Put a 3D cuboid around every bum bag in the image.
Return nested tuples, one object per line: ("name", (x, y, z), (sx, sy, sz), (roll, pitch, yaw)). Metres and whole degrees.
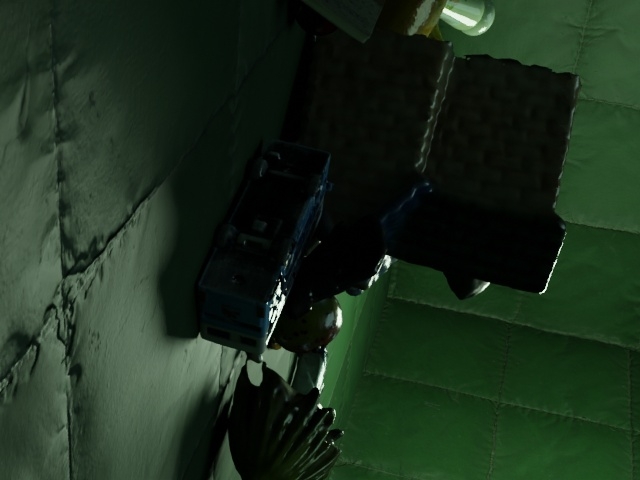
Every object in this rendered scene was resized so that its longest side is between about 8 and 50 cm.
("bum bag", (0.000, 0.000, 2.117), (0.087, 0.049, 0.198), (-54, 171, -1))
("bum bag", (-0.015, 0.053, 1.522), (0.060, 0.248, 0.123), (47, 26, -27))

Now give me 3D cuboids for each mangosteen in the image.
("mangosteen", (-0.004, -0.327, 1.531), (0.081, 0.081, 0.080), (12, 90, -82))

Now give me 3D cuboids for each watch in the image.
("watch", (-0.040, 0.265, 2.139), (0.274, 0.068, 0.276), (92, 13, -51))

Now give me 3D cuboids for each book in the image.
("book", (0.027, -0.354, 1.501), (0.016, 0.138, 0.198), (-50, -169, 36))

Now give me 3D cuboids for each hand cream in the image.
("hand cream", (0.258, -0.531, 2.366), (0.093, 0.306, 0.147), (-41, -128, 32))

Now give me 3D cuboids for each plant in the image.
("plant", (-0.118, 0.348, 1.616), (0.333, 0.180, 0.251), (-49, 129, -33))

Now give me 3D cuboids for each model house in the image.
("model house", (0.168, -0.074, 1.774), (0.395, 0.446, 0.399), (83, 18, -72))

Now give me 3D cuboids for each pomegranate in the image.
("pomegranate", (-0.030, 0.118, 1.860), (0.129, 0.129, 0.159), (93, -14, -47))

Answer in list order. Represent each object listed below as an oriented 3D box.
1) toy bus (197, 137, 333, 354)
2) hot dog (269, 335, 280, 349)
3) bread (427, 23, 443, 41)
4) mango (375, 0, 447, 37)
("toy bus", (-0.070, 0.001, 1.439), (0.297, 0.106, 0.131), (-67, 169, -45))
("hot dog", (-0.075, 0.177, 1.936), (0.083, 0.021, 0.037), (41, 60, -82))
("bread", (0.242, -0.448, 2.481), (0.233, 0.245, 0.361), (78, 29, -68))
("mango", (0.129, -0.414, 2.057), (0.329, 0.176, 0.176), (-59, 146, -8))
